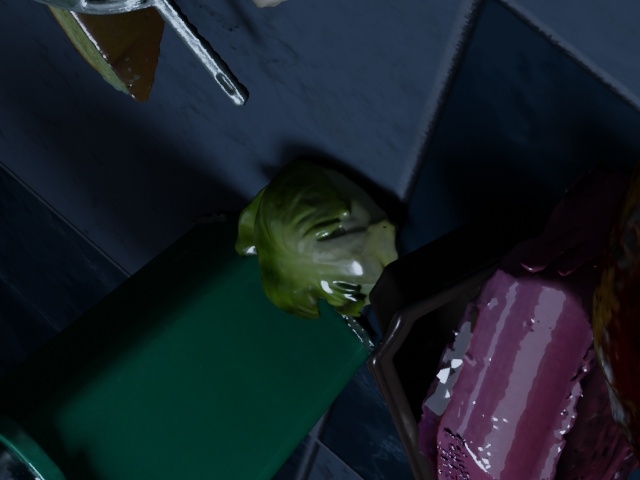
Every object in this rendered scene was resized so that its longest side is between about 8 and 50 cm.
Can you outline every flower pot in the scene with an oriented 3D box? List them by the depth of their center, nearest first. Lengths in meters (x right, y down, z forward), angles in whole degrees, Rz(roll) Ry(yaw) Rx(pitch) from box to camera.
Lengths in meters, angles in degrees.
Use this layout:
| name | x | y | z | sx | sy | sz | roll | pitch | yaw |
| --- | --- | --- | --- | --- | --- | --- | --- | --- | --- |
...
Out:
| name | x | y | z | sx | sy | sz | roll | pitch | yaw |
| --- | --- | --- | --- | --- | --- | --- | --- | --- | --- |
| flower pot | 0.120 | 0.080 | 1.381 | 0.084 | 0.179 | 0.251 | 58 | 173 | 43 |

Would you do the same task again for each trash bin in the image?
| name | x | y | z | sx | sy | sz | roll | pitch | yaw |
| --- | --- | --- | --- | --- | --- | --- | --- | --- | --- |
| trash bin | -0.171 | 0.151 | 1.700 | 0.295 | 0.381 | 0.259 | 52 | 157 | -17 |

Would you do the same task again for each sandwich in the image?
| name | x | y | z | sx | sy | sz | roll | pitch | yaw |
| --- | --- | --- | --- | --- | --- | --- | --- | --- | --- |
| sandwich | -0.193 | -0.233 | 1.432 | 0.094 | 0.096 | 0.258 | 29 | 155 | 47 |

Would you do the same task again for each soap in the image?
| name | x | y | z | sx | sy | sz | roll | pitch | yaw |
| --- | --- | --- | --- | --- | --- | --- | --- | --- | --- |
| soap | 0.171 | 0.086 | 1.247 | 0.112 | 0.182 | 0.289 | 35 | 124 | 26 |

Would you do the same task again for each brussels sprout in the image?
| name | x | y | z | sx | sy | sz | roll | pitch | yaw |
| --- | --- | --- | --- | --- | --- | --- | --- | --- | --- |
| brussels sprout | -0.002 | 0.001 | 1.529 | 0.181 | 0.100 | 0.139 | 18 | 128 | 68 |

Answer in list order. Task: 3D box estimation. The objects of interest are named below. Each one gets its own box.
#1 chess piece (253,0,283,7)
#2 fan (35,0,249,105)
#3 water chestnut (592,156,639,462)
| name | x | y | z | sx | sy | sz | roll | pitch | yaw |
| --- | --- | --- | --- | --- | --- | --- | --- | --- | --- |
| chess piece | -0.061 | -0.297 | 1.038 | 0.139 | 0.124 | 0.307 | -9 | 122 | 54 |
| fan | -0.140 | -0.237 | 1.326 | 0.294 | 0.012 | 0.223 | 27 | 132 | -11 |
| water chestnut | 0.278 | 0.038 | 0.891 | 0.289 | 0.244 | 0.289 | 30 | 159 | 13 |
